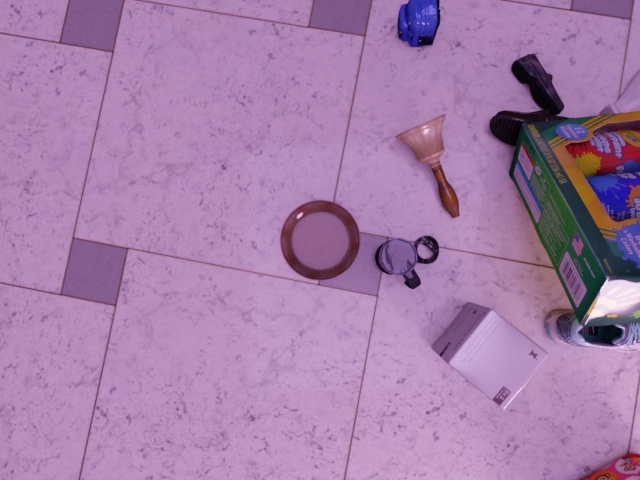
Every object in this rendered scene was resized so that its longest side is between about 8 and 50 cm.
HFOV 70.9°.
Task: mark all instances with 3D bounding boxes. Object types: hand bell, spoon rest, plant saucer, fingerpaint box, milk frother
[{"bbox_3d":[0.284,-0.167,1.093,0.126,0.126,0.242,-23,99,1],"label":"hand bell"},{"bbox_3d":[0.783,-0.347,1.087,0.276,0.084,0.137,-27,87,-12],"label":"spoon rest"},{"bbox_3d":[0.000,0.000,1.115,0.198,0.036,0.199,0,87,3],"label":"plant saucer"},{"bbox_3d":[0.646,-0.071,0.904,0.370,0.163,0.445,-5,48,5],"label":"fingerpaint box"},{"bbox_3d":[0.210,0.029,1.054,0.129,0.135,0.143,38,89,4],"label":"milk frother"}]

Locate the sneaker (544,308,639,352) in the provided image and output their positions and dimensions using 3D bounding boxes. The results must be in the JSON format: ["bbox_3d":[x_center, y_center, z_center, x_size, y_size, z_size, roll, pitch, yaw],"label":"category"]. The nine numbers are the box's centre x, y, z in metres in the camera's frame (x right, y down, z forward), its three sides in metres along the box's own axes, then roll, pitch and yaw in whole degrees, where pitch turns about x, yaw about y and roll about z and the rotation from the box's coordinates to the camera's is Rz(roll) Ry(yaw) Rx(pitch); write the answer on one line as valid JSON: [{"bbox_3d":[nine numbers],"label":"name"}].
[{"bbox_3d":[0.678,0.211,1.025,0.282,0.122,0.110,-2,86,-1],"label":"sneaker"}]

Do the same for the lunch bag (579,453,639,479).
[{"bbox_3d":[0.690,0.657,1.001,0.293,0.120,0.258,-30,86,0],"label":"lunch bag"}]

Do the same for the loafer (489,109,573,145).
[{"bbox_3d":[0.522,-0.277,1.095,0.219,0.080,0.078,13,56,3],"label":"loafer"}]

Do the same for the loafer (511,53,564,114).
[{"bbox_3d":[0.546,-0.386,1.101,0.061,0.062,0.170,-34,87,-4],"label":"loafer"}]

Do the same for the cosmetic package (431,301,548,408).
[{"bbox_3d":[0.368,0.248,1.008,0.151,0.184,0.151,39,89,4],"label":"cosmetic package"}]

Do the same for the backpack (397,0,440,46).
[{"bbox_3d":[0.240,-0.537,1.093,0.101,0.120,0.098,-7,87,2],"label":"backpack"}]
